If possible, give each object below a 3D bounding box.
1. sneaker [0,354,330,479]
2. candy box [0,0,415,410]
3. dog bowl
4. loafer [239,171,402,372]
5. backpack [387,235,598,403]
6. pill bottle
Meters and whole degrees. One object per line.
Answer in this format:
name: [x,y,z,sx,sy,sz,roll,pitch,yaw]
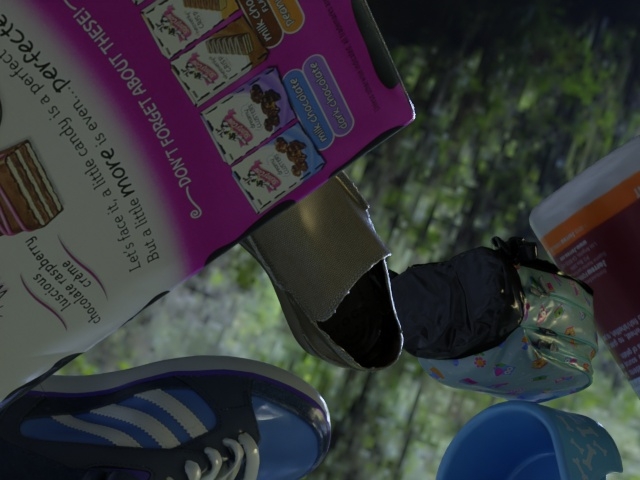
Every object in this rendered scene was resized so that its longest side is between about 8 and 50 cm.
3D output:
sneaker: [-0.115,0.191,1.098,0.323,0.236,0.130,3,-59,-24]
candy box: [-0.102,-0.042,0.528,0.071,0.233,0.159,47,-11,46]
dog bowl: [0.176,0.260,1.367,0.166,0.297,0.074,-34,-49,27]
loafer: [0.000,0.000,0.680,0.050,0.056,0.148,27,-23,44]
backpack: [0.158,0.073,1.423,0.152,0.115,0.182,-11,-22,42]
pill bottle: [0.391,0.082,1.571,0.392,0.224,0.224,58,-25,7]
